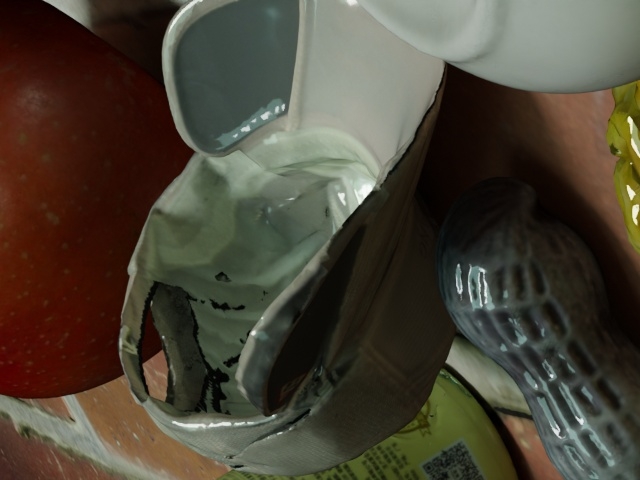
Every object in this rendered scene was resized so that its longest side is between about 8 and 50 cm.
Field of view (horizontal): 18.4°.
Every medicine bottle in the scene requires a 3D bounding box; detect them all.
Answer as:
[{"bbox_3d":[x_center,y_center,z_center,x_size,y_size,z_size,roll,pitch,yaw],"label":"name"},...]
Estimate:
[{"bbox_3d":[-0.008,0.172,1.129,0.124,0.239,0.124,51,161,25],"label":"medicine bottle"}]

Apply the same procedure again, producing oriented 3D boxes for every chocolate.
[{"bbox_3d":[0.110,0.048,0.910,0.167,0.072,0.072,56,160,-4],"label":"chocolate"}]

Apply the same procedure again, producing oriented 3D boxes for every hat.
[{"bbox_3d":[0.000,-0.006,0.991,0.232,0.161,0.275,-112,34,-41],"label":"hat"}]

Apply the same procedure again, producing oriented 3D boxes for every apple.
[{"bbox_3d":[-0.186,-0.026,1.227,0.260,0.216,0.260,37,169,8],"label":"apple"}]

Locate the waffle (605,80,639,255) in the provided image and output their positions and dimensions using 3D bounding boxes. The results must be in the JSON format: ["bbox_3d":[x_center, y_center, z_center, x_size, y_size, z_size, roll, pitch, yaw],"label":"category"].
[{"bbox_3d":[0.193,0.024,0.708,0.291,0.051,0.291,50,160,26],"label":"waffle"}]

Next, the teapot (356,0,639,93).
[{"bbox_3d":[0.068,-0.148,0.622,0.204,0.139,0.298,60,162,-4],"label":"teapot"}]
